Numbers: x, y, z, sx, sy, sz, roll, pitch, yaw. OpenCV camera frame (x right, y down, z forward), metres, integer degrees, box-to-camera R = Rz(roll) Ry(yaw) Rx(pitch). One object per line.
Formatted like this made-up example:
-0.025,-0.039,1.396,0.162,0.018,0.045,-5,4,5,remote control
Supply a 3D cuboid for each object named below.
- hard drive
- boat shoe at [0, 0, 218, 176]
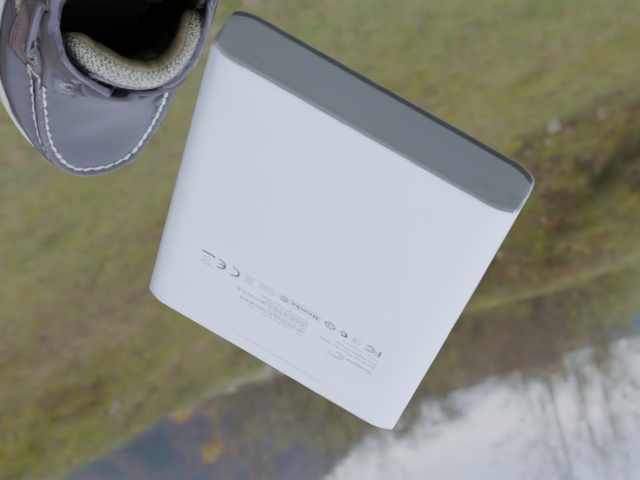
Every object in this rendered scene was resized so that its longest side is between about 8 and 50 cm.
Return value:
0.000,0.000,1.197,0.040,0.203,0.307,-57,175,-32,hard drive
-0.098,-0.110,0.880,0.103,0.092,0.285,-12,150,-23,boat shoe
